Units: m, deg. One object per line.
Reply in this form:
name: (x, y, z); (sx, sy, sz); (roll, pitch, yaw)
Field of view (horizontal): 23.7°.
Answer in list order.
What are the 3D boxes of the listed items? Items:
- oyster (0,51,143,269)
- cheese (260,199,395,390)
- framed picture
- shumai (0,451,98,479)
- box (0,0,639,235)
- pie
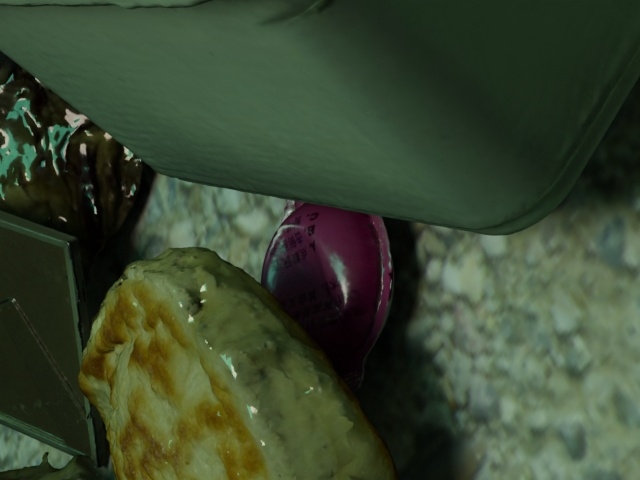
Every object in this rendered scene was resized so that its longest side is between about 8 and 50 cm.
oyster: (-0.169, -0.134, 0.900); (0.221, 0.096, 0.361); (31, 107, 58)
cheese: (0.000, 0.000, 0.691); (0.095, 0.038, 0.145); (-27, 63, 47)
framed picture: (-0.169, 0.050, 0.853); (0.109, 0.011, 0.149); (19, 126, 31)
shumai: (-0.269, 0.240, 0.811); (0.346, 0.283, 0.217); (-31, 63, 49)
box: (-0.022, -0.109, 0.596); (0.312, 0.182, 0.175); (12, 64, 53)
pie: (-0.039, 0.099, 0.668); (0.179, 0.084, 0.205); (61, 147, 21)
